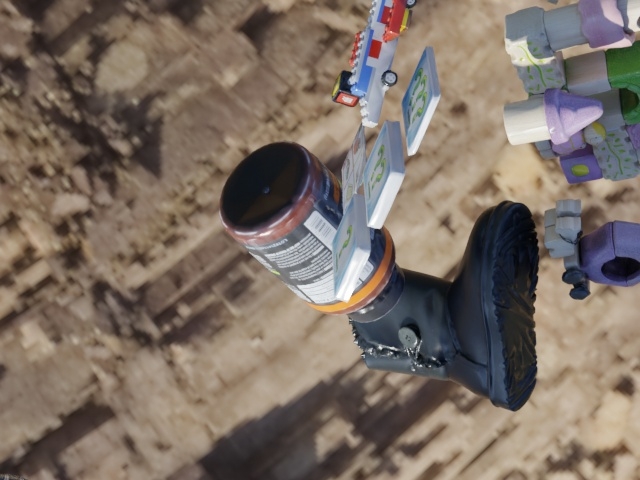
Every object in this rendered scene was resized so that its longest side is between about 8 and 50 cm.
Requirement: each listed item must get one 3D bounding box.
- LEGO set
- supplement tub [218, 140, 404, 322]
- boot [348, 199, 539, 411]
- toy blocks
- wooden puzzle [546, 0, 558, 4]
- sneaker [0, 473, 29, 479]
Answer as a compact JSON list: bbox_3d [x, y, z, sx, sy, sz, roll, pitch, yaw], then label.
[{"bbox_3d":[0.028,-0.098,1.162,0.060,0.244,0.182,16,123,-11],"label":"LEGO set"},{"bbox_3d":[0.000,0.000,1.446,0.106,0.106,0.198,-45,134,1],"label":"supplement tub"},{"bbox_3d":[0.122,0.054,1.648,0.094,0.207,0.246,-40,134,-43],"label":"boot"},{"bbox_3d":[0.346,-0.152,1.582,0.260,0.309,0.288,-9,143,20],"label":"toy blocks"},{"bbox_3d":[0.210,-0.237,1.393,0.049,0.083,0.006,26,68,-16],"label":"wooden puzzle"},{"bbox_3d":[-0.255,0.287,1.222,0.112,0.121,0.299,10,141,-5],"label":"sneaker"}]
